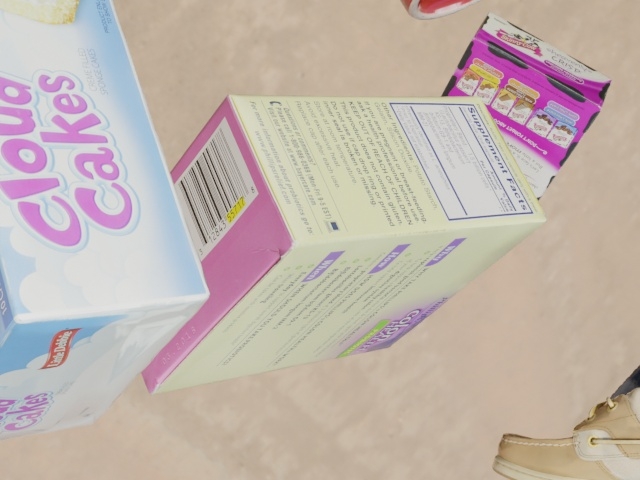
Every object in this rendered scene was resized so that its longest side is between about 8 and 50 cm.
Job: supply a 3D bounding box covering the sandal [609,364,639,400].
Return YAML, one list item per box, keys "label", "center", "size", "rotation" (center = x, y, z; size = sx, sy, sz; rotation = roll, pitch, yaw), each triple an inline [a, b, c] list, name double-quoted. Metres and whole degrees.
- label: "sandal"
  center: [0.388, 0.095, 1.077]
  size: [0.254, 0.054, 0.097]
  rotation: [-53, 156, 14]

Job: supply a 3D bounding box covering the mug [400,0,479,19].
- label: "mug"
  center: [0.050, -0.227, 0.692]
  size: [0.113, 0.169, 0.150]
  rotation: [-18, 167, -43]

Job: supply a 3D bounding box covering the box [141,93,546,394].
- label: "box"
  center: [0.000, 0.000, 0.803]
  size: [0.243, 0.117, 0.213]
  rotation: [-5, 152, -39]

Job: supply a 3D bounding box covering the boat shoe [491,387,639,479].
- label: "boat shoe"
  center: [0.170, 0.107, 0.566]
  size: [0.063, 0.170, 0.059]
  rotation: [11, 80, -53]

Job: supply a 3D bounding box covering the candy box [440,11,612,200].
- label: "candy box"
  center: [0.204, -0.123, 1.238]
  size: [0.071, 0.159, 0.233]
  rotation: [-56, 175, -46]

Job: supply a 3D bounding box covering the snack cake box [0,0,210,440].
- label: "snack cake box"
  center: [-0.157, -0.052, 0.520]
  size: [0.089, 0.264, 0.152]
  rotation: [-5, 154, -37]
